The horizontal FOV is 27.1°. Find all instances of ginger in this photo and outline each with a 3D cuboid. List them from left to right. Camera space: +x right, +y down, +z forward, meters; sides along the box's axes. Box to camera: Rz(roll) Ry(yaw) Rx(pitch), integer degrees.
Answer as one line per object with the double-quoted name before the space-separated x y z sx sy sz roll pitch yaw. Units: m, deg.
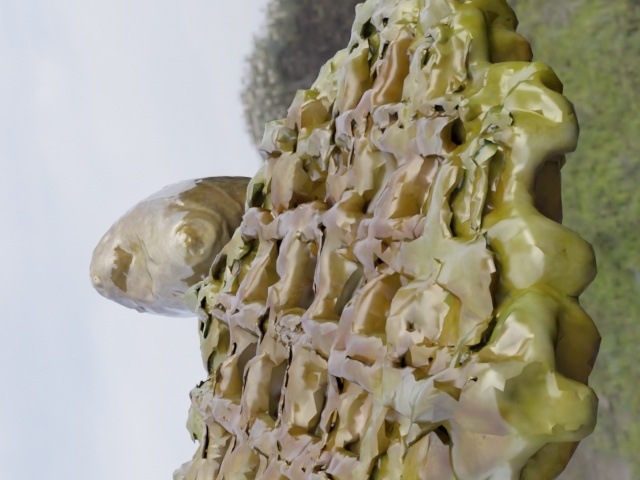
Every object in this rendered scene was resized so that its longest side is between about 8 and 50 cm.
"ginger" 0.000 0.000 0.836 0.131 0.294 0.086 147 118 -64

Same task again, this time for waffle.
"waffle" 0.005 0.036 0.433 0.245 0.052 0.254 -96 29 -47
